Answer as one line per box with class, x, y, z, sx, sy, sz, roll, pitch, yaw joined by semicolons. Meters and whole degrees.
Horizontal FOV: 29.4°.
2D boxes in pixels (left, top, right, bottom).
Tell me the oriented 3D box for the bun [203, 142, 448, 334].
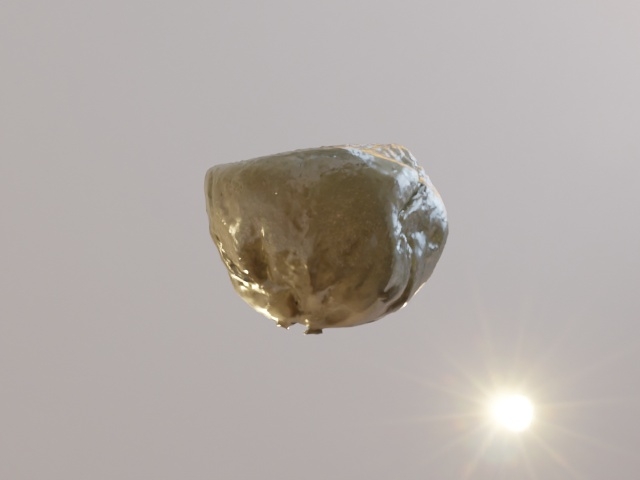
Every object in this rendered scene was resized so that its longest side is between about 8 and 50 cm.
bun;0.010;-0.002;1.368;0.281;0.281;0.204;-10;-90;-28
